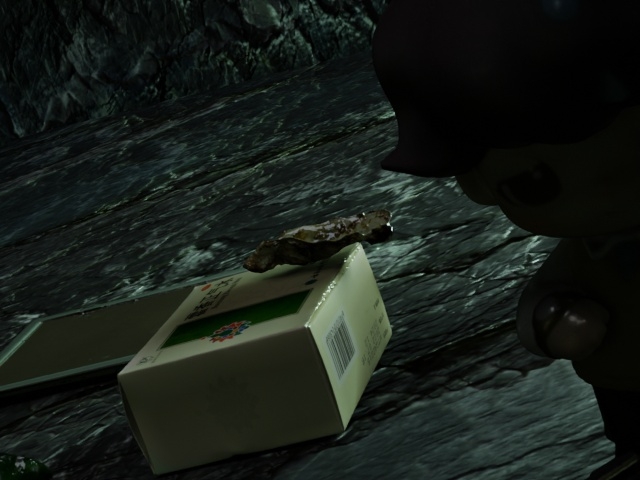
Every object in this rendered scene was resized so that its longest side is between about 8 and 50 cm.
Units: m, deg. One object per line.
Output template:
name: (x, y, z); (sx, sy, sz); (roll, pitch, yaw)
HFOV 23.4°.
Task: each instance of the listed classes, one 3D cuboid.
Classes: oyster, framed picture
oyster: (0.000, 0.001, 1.287); (0.132, 0.029, 0.086); (-9, 9, 46)
framed picture: (-0.210, 0.100, 1.605); (0.296, 0.019, 0.232); (-14, 15, 17)

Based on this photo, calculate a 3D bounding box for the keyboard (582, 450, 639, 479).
keyboard: (0.034, 0.201, 0.777); (0.317, 0.027, 0.106); (-27, -20, -27)

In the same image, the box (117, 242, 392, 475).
box: (-0.048, 0.092, 1.261); (0.168, 0.095, 0.212); (-17, 13, 17)

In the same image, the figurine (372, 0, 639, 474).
figurine: (0.155, -0.030, 0.862); (0.218, 0.365, 0.206); (-10, 5, 39)

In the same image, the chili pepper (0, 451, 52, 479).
chili pepper: (-0.303, 0.199, 1.254); (0.216, 0.062, 0.108); (-9, 17, 30)
